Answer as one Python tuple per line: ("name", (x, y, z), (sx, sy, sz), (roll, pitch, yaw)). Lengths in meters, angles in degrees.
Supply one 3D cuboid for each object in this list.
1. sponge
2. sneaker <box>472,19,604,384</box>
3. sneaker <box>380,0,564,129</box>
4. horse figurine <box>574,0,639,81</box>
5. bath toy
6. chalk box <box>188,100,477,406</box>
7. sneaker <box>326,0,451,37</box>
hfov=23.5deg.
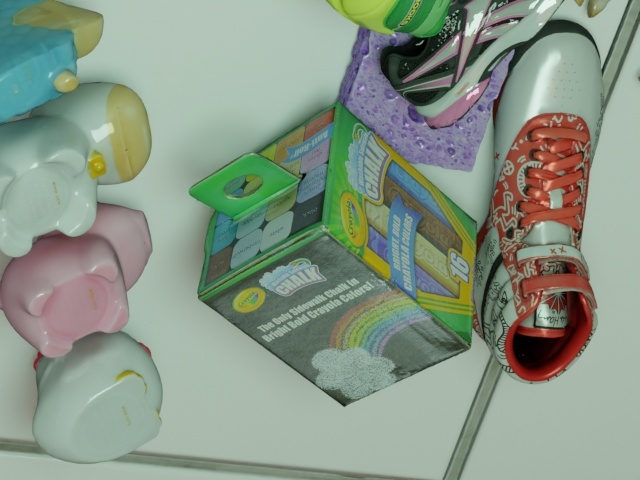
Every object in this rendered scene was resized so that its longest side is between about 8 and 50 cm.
("sponge", (0.089, -0.156, 1.146), (0.117, 0.031, 0.210), (8, 118, -18))
("sneaker", (0.179, -0.021, 1.180), (0.090, 0.145, 0.270), (4, 119, -15))
("sneaker", (0.111, -0.165, 1.089), (0.077, 0.072, 0.178), (35, 102, -16))
("horse figurine", (0.291, -0.195, 1.150), (0.174, 0.066, 0.263), (-39, 122, 13))
("bath toy", (-0.185, 0.001, 1.123), (0.151, 0.129, 0.348), (-22, 125, -23))
("chalk box", (0.000, 0.000, 1.141), (0.132, 0.132, 0.213), (-28, 126, 33))
("sneaker", (0.102, -0.271, 1.031), (0.123, 0.109, 0.295), (26, 97, -49))
